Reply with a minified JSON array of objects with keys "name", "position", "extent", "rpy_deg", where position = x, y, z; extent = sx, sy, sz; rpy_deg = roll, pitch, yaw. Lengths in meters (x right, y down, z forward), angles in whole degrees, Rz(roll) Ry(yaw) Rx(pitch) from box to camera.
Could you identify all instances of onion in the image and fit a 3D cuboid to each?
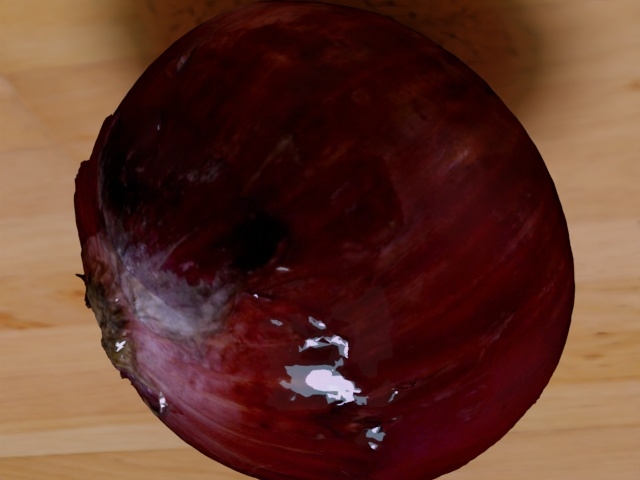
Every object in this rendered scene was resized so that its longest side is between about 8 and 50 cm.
[{"name":"onion","position":[0.000,0.000,0.455],"extent":[0.131,0.131,0.131],"rpy_deg":[5,150,3]}]
